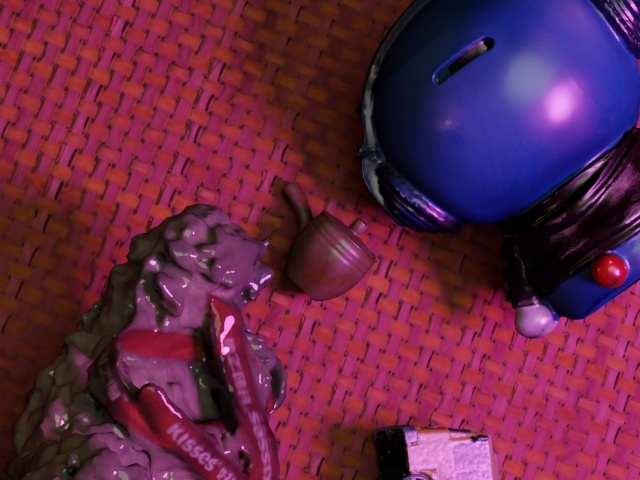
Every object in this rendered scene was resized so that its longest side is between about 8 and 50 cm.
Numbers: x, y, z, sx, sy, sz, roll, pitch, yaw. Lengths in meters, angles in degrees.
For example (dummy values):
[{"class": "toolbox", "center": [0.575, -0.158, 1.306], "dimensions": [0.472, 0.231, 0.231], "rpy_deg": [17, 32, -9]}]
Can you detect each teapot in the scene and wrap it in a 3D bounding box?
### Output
[{"class": "teapot", "center": [0.000, 0.000, 1.739], "dimensions": [0.080, 0.085, 0.110], "rpy_deg": [-46, 64, 5]}]

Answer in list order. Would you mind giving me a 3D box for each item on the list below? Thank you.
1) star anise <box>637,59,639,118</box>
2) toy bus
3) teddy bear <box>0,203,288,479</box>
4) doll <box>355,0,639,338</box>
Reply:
[{"class": "star anise", "center": [0.279, -0.269, 1.827], "dimensions": [0.292, 0.109, 0.349], "rpy_deg": [-2, 80, -20]}, {"class": "toy bus", "center": [0.105, 0.246, 1.695], "dimensions": [0.103, 0.091, 0.182], "rpy_deg": [-4, 83, -17]}, {"class": "teddy bear", "center": [-0.080, 0.210, 1.583], "dimensions": [0.367, 0.224, 0.357], "rpy_deg": [43, 41, -20]}, {"class": "doll", "center": [0.184, -0.091, 1.700], "dimensions": [0.284, 0.240, 0.310], "rpy_deg": [-37, 84, 11]}]
